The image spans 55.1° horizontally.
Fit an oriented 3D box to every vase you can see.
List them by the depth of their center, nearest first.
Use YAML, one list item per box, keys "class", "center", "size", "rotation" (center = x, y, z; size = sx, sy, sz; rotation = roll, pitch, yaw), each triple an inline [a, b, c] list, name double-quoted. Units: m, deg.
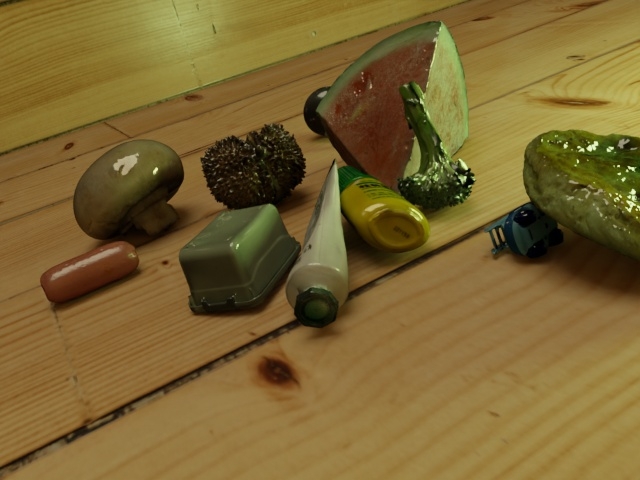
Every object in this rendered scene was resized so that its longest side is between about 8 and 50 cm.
- class: "vase"
  center: [0.030, -0.283, 1.428]
  size: [0.120, 0.120, 0.183]
  rotation: [-18, 38, -6]

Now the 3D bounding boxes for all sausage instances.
- class: "sausage"
  center: [-0.369, 0.049, 0.989]
  size: [0.154, 0.062, 0.062]
  rotation: [-25, 26, -22]

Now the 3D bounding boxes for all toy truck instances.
- class: "toy truck"
  center: [0.278, -0.024, 0.790]
  size: [0.136, 0.063, 0.074]
  rotation: [-25, 10, -32]

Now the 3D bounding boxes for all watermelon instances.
- class: "watermelon"
  center: [0.126, -0.232, 1.094]
  size: [0.283, 0.250, 0.292]
  rotation: [-15, 20, 13]

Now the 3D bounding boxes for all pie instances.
- class: "pie"
  center: [0.367, -0.059, 0.715]
  size: [0.277, 0.078, 0.277]
  rotation: [7, 28, -3]

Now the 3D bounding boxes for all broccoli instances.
- class: "broccoli"
  center: [0.165, -0.145, 0.947]
  size: [0.122, 0.204, 0.118]
  rotation: [-15, -7, 1]

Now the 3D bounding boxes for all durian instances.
- class: "durian"
  center: [-0.120, -0.136, 1.107]
  size: [0.196, 0.167, 0.196]
  rotation: [-41, 0, 0]

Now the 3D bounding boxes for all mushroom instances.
- class: "mushroom"
  center: [-0.352, -0.085, 1.158]
  size: [0.226, 0.178, 0.226]
  rotation: [-34, -3, -2]

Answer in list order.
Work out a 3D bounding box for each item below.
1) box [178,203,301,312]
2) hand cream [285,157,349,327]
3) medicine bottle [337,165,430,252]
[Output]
- class: "box"
  center: [-0.117, 0.018, 0.865]
  size: [0.124, 0.092, 0.172]
  rotation: [-9, 24, 26]
- class: "hand cream"
  center: [0.000, 0.000, 0.843]
  size: [0.076, 0.121, 0.336]
  rotation: [19, 27, -8]
- class: "medicine bottle"
  center: [0.072, -0.059, 0.948]
  size: [0.111, 0.076, 0.309]
  rotation: [18, 13, -17]
